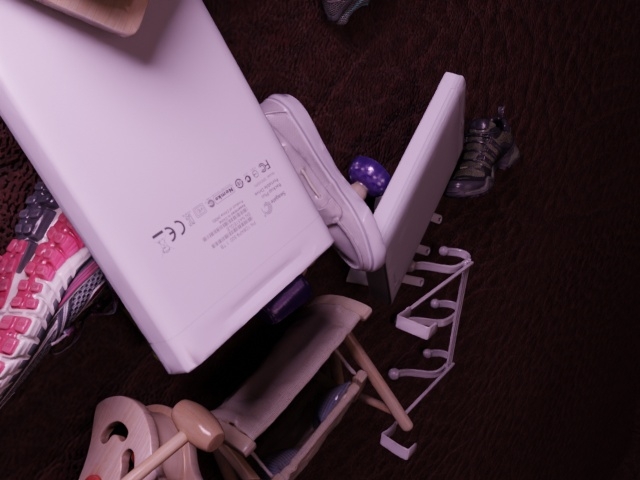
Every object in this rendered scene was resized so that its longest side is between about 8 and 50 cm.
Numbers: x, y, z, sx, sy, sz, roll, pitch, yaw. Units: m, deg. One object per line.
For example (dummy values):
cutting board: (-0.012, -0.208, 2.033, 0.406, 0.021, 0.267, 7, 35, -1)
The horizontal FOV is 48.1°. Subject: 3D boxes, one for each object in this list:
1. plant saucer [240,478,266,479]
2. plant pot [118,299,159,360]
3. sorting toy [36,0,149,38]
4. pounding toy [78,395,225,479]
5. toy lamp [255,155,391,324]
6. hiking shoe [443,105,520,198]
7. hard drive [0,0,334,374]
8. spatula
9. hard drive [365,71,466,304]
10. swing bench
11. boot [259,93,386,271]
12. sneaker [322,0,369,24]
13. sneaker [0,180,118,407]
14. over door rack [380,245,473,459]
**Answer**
plant saucer: (-0.129, 0.331, 0.790, 0.198, 0.036, 0.199, -43, 162, -17)
plant pot: (-0.182, 0.080, 0.807, 0.083, 0.083, 0.079, -55, 128, -20)
sorting toy: (-0.206, -0.319, 0.507, 0.255, 0.089, 0.257, 19, 89, -27)
pounding toy: (-0.229, 0.254, 0.773, 0.269, 0.154, 0.155, -51, 142, 5)
toy lamp: (0.000, 0.000, 0.992, 0.275, 0.080, 0.080, -50, 138, -24)
hiking shoe: (0.276, -0.156, 1.282, 0.227, 0.086, 0.114, -41, 120, -41)
hard drive: (-0.144, -0.090, 0.661, 0.233, 0.047, 0.353, -41, 108, -42)
spatula: (0.138, 0.002, 1.213, 0.242, 0.019, 0.168, 12, 94, -52)
hard drive: (0.148, -0.076, 1.101, 0.308, 0.040, 0.203, -63, 160, -21)
swing bench: (-0.029, 0.240, 0.991, 0.253, 0.165, 0.255, -44, 128, -30)
boot: (-0.028, -0.044, 0.887, 0.123, 0.095, 0.258, -39, 102, -25)
sneaker: (0.051, -0.347, 0.937, 0.166, 0.065, 0.076, -49, 154, -22)
sneaker: (-0.248, 0.052, 0.672, 0.299, 0.120, 0.112, -58, 143, -18)
over door rack: (0.164, 0.166, 1.213, 0.324, 0.108, 0.240, -41, 139, -60)
